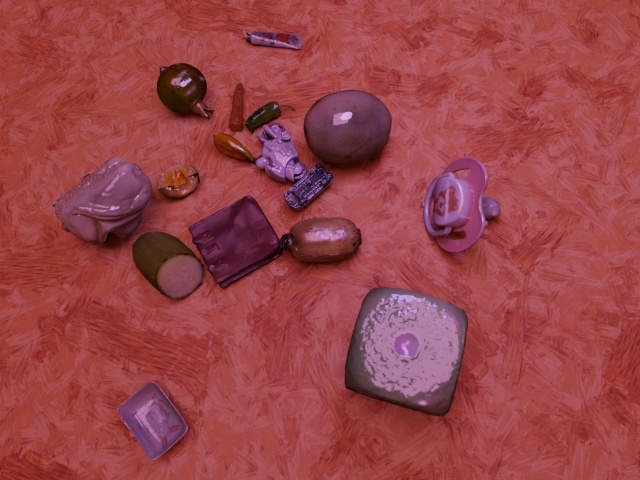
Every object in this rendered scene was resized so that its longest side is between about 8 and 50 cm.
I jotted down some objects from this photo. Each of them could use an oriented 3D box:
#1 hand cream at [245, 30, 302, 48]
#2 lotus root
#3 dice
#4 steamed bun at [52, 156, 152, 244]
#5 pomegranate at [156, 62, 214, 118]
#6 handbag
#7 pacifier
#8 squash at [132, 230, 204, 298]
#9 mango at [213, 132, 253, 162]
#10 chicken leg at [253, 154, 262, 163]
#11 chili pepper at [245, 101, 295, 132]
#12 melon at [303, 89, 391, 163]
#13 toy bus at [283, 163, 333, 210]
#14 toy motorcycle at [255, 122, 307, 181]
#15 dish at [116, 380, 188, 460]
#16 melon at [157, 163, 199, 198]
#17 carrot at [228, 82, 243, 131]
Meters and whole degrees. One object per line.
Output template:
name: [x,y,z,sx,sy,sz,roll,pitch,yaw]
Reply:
hand cream: [-0.196,-0.842,2.214,0.234,0.050,0.080,4,67,-1]
lotus root: [0.000,0.000,1.840,0.285,0.146,0.160,-4,51,-7]
dice: [0.262,0.338,1.603,0.319,0.330,0.322,13,72,13]
steamed bun: [-0.749,-0.121,1.887,0.394,0.237,0.346,-15,36,32]
pomegranate: [-0.522,-0.580,2.059,0.246,0.198,0.198,42,78,16]
handbag: [-0.304,-0.001,1.892,0.276,0.084,0.260,-32,72,-7]
pacifier: [0.491,-0.119,1.808,0.273,0.220,0.331,4,84,6]
squash: [-0.555,0.081,1.911,0.189,0.189,0.261,-48,38,-13]
mango: [-0.332,-0.354,2.012,0.188,0.101,0.066,31,75,12]
chicken leg: [-0.240,-0.312,2.033,0.083,0.021,0.036,-5,79,3]
chili pepper: [-0.207,-0.504,2.079,0.204,0.073,0.072,-34,58,-10]
melon: [0.104,-0.413,1.917,0.331,0.268,0.268,-14,70,-11]
toy bus: [-0.045,-0.185,1.937,0.194,0.089,0.087,-42,74,-11]
toy motorcycle: [-0.166,-0.318,1.985,0.171,0.110,0.260,-27,73,-5]
dish: [-0.532,0.577,1.701,0.151,0.077,0.212,-41,72,-12]
melon: [-0.534,-0.227,1.999,0.160,0.079,0.128,-26,52,-5]
carrot: [-0.331,-0.542,2.107,0.057,0.057,0.224,-1,69,4]
